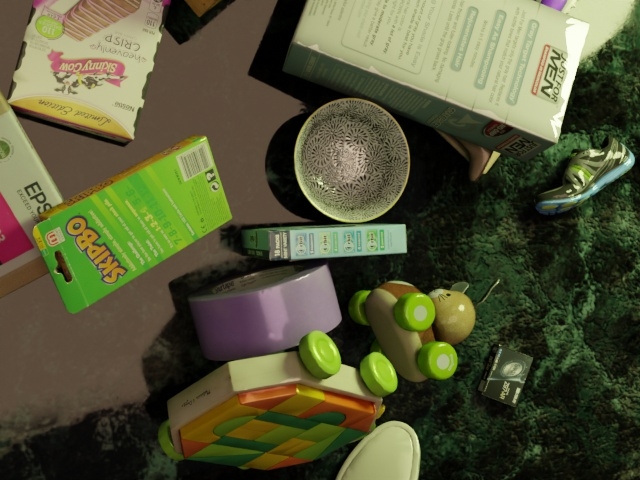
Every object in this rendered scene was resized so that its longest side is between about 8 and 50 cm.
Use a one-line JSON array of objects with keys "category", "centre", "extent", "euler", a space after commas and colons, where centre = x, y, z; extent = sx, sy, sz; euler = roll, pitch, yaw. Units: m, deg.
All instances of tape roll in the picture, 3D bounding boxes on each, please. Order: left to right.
[{"category": "tape roll", "centre": [-0.072, 0.087, 1.019], "extent": [0.189, 0.189, 0.080], "euler": [-16, 97, -17]}]

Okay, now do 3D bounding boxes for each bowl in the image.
[{"category": "bowl", "centre": [0.033, -0.111, 1.103], "extent": [0.170, 0.080, 0.170], "euler": [-1, 93, -19]}]

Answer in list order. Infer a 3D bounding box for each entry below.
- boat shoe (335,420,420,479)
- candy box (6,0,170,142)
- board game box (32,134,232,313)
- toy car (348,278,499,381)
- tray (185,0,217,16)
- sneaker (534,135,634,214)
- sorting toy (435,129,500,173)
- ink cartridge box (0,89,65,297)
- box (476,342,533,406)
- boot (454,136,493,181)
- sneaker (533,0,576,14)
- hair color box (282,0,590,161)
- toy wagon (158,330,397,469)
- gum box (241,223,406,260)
[{"category": "boat shoe", "centre": [0.073, 0.423, 1.148], "extent": [0.099, 0.116, 0.319], "euler": [40, 67, -59]}, {"category": "candy box", "centre": [-0.288, -0.257, 0.995], "extent": [0.159, 0.071, 0.233], "euler": [14, 88, -19]}, {"category": "board game box", "centre": [-0.231, -0.025, 0.982], "extent": [0.259, 0.039, 0.124], "euler": [-36, 123, -36]}, {"category": "toy car", "centre": [0.166, 0.099, 1.126], "extent": [0.188, 0.155, 0.149], "euler": [-31, 102, -25]}, {"category": "tray", "centre": [-0.212, -0.501, 0.972], "extent": [0.411, 0.076, 0.203], "euler": [51, 51, -14]}, {"category": "sneaker", "centre": [0.410, -0.103, 1.246], "extent": [0.188, 0.067, 0.078], "euler": [-33, 81, -13]}, {"category": "sorting toy", "centre": [0.233, -0.235, 1.191], "extent": [0.208, 0.038, 0.193], "euler": [41, 80, -20]}, {"category": "ink cartridge box", "centre": [-0.413, -0.047, 0.914], "extent": [0.193, 0.088, 0.234], "euler": [-30, 123, -14]}, {"category": "box", "centre": [0.290, 0.212, 1.235], "extent": [0.067, 0.018, 0.083], "euler": [24, 85, -17]}, {"category": "boot", "centre": [0.215, -0.156, 1.153], "extent": [0.087, 0.042, 0.118], "euler": [23, 86, -16]}, {"category": "sneaker", "centre": [0.329, -0.452, 1.185], "extent": [0.146, 0.102, 0.293], "euler": [21, 81, -14]}, {"category": "hair color box", "centre": [0.156, -0.265, 1.074], "extent": [0.374, 0.113, 0.185], "euler": [20, 79, -6]}, {"category": "toy wagon", "centre": [-0.027, 0.227, 1.017], "extent": [0.344, 0.267, 0.068], "euler": [26, 39, -45]}, {"category": "gum box", "centre": [0.000, 0.000, 1.056], "extent": [0.184, 0.157, 0.041], "euler": [-4, 93, -18]}]
